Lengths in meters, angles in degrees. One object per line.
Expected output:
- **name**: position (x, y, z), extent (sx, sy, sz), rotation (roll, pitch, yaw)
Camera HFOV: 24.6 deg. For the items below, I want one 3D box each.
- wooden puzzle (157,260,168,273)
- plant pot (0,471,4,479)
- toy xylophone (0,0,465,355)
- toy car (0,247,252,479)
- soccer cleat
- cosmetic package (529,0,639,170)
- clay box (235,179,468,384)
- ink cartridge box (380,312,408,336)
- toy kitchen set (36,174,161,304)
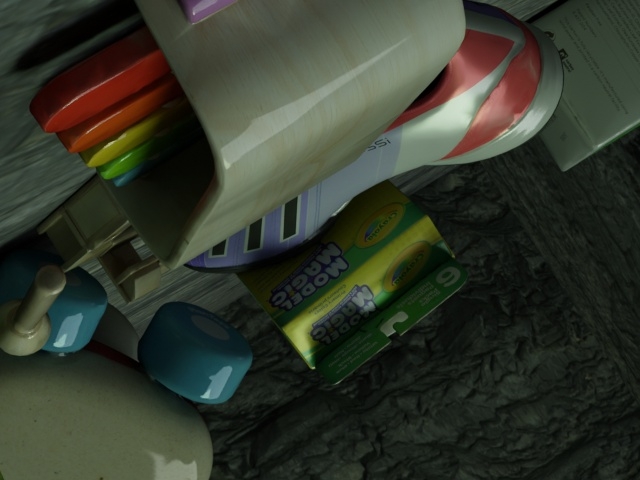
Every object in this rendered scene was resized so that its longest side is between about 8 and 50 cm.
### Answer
- **wooden puzzle**: position (-0.141, 0.009, 1.475), extent (0.116, 0.014, 0.078), rotation (-31, 172, -40)
- **plant pot**: position (-0.262, 0.163, 0.715), extent (0.207, 0.227, 0.228), rotation (-26, 177, -6)
- **toy xylophone**: position (-0.053, -0.050, 0.661), extent (0.236, 0.081, 0.323), rotation (-32, 177, -23)
- **toy car**: position (-0.196, 0.097, 1.039), extent (0.219, 0.210, 0.238), rotation (-61, -152, 13)
- **soccer cleat**: position (-0.003, -0.069, 0.950), extent (0.318, 0.108, 0.116), rotation (-23, 151, 33)
- **cosmetic package**: position (0.388, -0.242, 1.576), extent (0.365, 0.155, 0.197), rotation (-31, 176, -2)
- **clay box**: position (0.000, 0.000, 1.053), extent (0.127, 0.053, 0.222), rotation (-38, -143, -5)
- **ink cartridge box**: position (0.001, 0.004, 1.193), extent (0.104, 0.181, 0.061), rotation (-32, 177, -15)
- **toy kitchen set**: position (-0.111, -0.007, 0.905), extent (0.075, 0.068, 0.083), rotation (-35, 177, 40)
